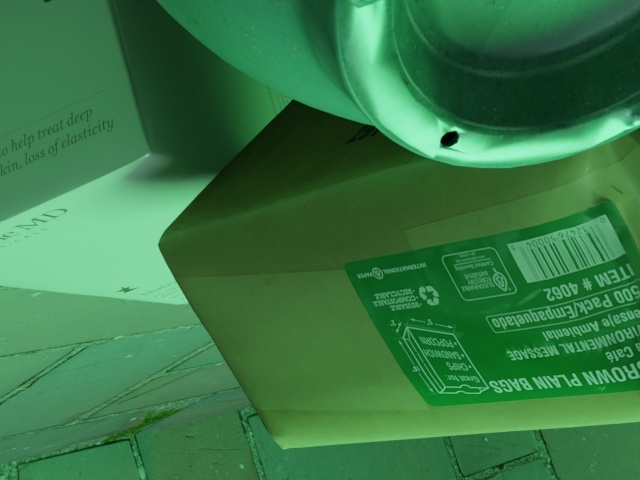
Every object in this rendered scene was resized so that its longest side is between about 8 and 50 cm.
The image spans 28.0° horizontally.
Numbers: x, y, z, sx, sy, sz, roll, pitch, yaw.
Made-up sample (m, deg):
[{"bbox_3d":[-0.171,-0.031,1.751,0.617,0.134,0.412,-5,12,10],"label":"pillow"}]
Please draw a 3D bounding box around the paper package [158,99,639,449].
[{"bbox_3d":[0.117,-0.044,0.725,0.324,0.168,0.309,-14,-153,46],"label":"paper package"}]

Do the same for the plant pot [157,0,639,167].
[{"bbox_3d":[0.055,-0.151,0.458,0.293,0.196,0.293,-14,139,-12],"label":"plant pot"}]

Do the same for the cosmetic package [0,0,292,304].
[{"bbox_3d":[-0.127,-0.063,0.918,0.217,0.156,0.385,-22,168,22],"label":"cosmetic package"}]
